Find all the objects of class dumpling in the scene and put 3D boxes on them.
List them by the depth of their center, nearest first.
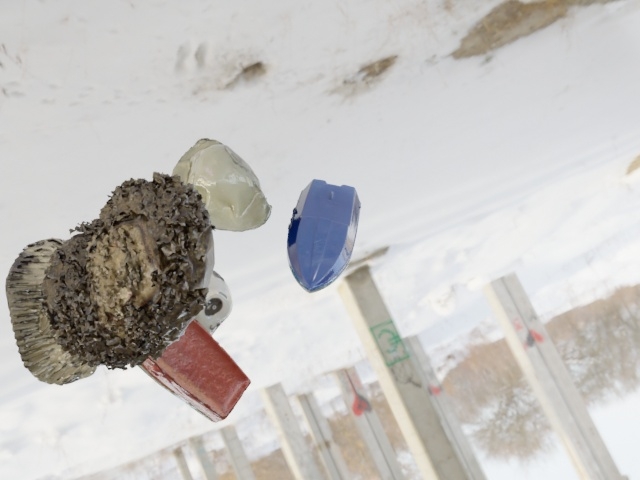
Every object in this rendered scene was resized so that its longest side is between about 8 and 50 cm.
[{"bbox_3d":[-0.213,-0.107,1.458,0.172,0.247,0.142,-37,156,-18],"label":"dumpling"}]

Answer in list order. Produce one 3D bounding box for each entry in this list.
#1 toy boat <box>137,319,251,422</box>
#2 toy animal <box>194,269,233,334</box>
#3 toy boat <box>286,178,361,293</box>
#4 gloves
[{"bbox_3d":[-0.301,0.229,1.473,0.133,0.332,0.145,-14,-146,53],"label":"toy boat"},{"bbox_3d":[-0.319,0.159,1.672,0.235,0.165,0.187,-17,149,-12],"label":"toy animal"},{"bbox_3d":[0.000,0.000,1.340,0.129,0.295,0.088,12,127,1],"label":"toy boat"},{"bbox_3d":[-0.221,0.041,0.804,0.312,0.210,0.135,-17,152,33],"label":"gloves"}]
